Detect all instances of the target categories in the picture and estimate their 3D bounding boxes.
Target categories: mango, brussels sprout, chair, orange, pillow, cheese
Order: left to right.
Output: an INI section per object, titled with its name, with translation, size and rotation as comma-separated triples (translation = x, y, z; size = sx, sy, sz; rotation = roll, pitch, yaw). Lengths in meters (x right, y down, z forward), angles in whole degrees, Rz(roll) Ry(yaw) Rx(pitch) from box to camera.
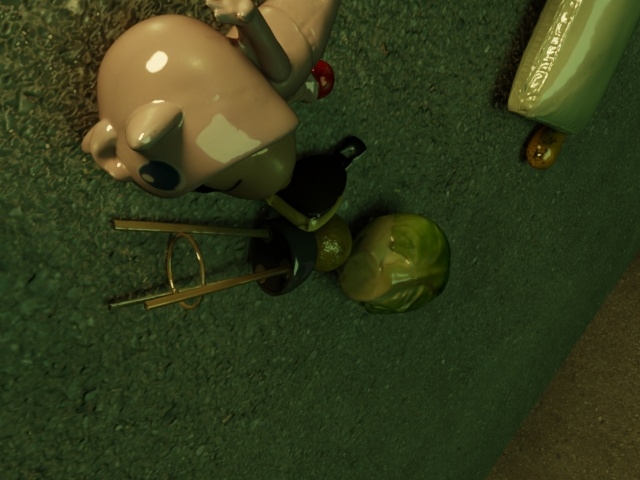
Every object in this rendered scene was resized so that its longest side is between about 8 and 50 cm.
[chair]
translation = -0.114, 0.031, 0.562
size = 0.221, 0.104, 0.095
rotation = -9, 151, -37
[orange]
translation = 0.000, 0.000, 0.655
size = 0.085, 0.085, 0.095
rotation = -63, 154, 7
[cheese]
translation = 0.005, -0.082, 0.624
size = 0.162, 0.086, 0.036
rotation = -47, 168, -34
[brussels sprout]
translation = 0.113, 0.035, 0.758
size = 0.161, 0.144, 0.180
rotation = -32, 162, 25
[mango]
translation = 0.457, -0.191, 1.024
size = 0.114, 0.057, 0.079
rotation = -42, 131, -23
[pillow]
translation = 0.448, -0.348, 0.859
size = 0.255, 0.120, 0.322
rotation = 0, 115, -46

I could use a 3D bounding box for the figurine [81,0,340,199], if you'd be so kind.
[figurine]
translation = -0.058, -0.129, 0.453
size = 0.287, 0.176, 0.186
rotation = -47, 117, -34
